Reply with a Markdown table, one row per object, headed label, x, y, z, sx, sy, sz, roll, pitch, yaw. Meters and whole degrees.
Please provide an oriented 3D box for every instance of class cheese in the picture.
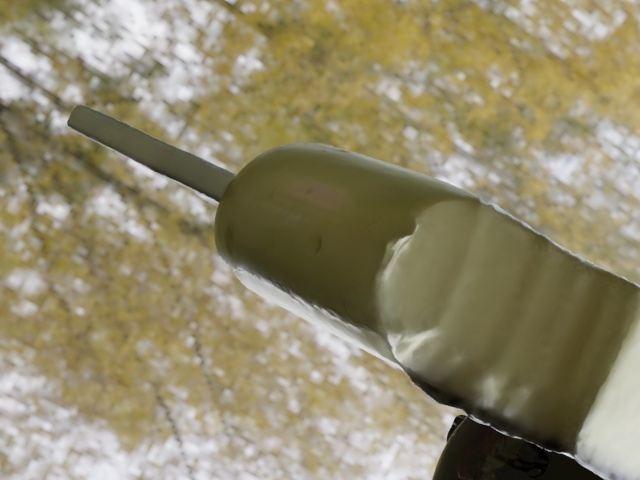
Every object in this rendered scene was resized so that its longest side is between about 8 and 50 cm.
| label | x | y | z | sx | sy | sz | roll | pitch | yaw |
| --- | --- | --- | --- | --- | --- | --- | --- | --- | --- |
| cheese | 0.000 | 0.000 | 0.500 | 0.255 | 0.127 | 0.050 | 25 | -92 | 45 |

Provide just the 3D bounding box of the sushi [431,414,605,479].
| label | x | y | z | sx | sy | sz | roll | pitch | yaw |
| --- | --- | --- | --- | --- | --- | --- | --- | --- | --- |
| sushi | 0.198 | 0.218 | 1.451 | 0.215 | 0.212 | 0.227 | -58 | 169 | -19 |
